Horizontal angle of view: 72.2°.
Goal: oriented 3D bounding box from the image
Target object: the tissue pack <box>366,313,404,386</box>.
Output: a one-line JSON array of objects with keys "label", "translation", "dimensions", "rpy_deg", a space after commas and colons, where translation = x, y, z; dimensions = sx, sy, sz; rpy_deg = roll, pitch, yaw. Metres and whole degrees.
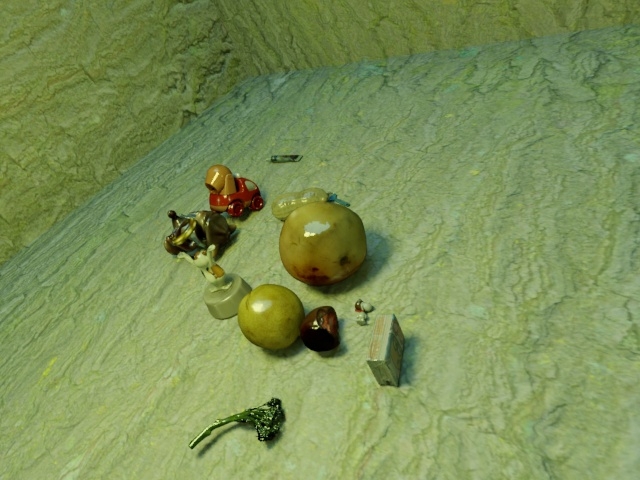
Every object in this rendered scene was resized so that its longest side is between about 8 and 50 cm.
[{"label": "tissue pack", "translation": [0.175, 0.289, 1.167], "dimensions": [0.065, 0.115, 0.155], "rpy_deg": [-7, 38, 24]}]

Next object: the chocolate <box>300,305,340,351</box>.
[{"label": "chocolate", "translation": [0.009, 0.258, 1.305], "dimensions": [0.127, 0.124, 0.133], "rpy_deg": [9, 18, 22]}]

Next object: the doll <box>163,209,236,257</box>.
[{"label": "doll", "translation": [-0.548, -0.053, 1.935], "dimensions": [0.340, 0.209, 0.318], "rpy_deg": [7, 39, 40]}]

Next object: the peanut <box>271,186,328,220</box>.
[{"label": "peanut", "translation": [-0.089, -0.163, 1.889], "dimensions": [0.257, 0.123, 0.123], "rpy_deg": [-16, 37, 9]}]

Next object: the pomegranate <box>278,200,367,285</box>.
[{"label": "pomegranate", "translation": [0.000, 0.000, 1.487], "dimensions": [0.319, 0.319, 0.319], "rpy_deg": [-16, 37, 12]}]

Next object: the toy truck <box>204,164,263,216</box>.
[{"label": "toy truck", "translation": [-0.408, -0.242, 2.031], "dimensions": [0.189, 0.239, 0.265], "rpy_deg": [11, 24, 40]}]

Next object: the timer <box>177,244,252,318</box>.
[{"label": "timer", "translation": [-0.377, 0.130, 1.559], "dimensions": [0.175, 0.266, 0.175], "rpy_deg": [-16, 37, 12]}]

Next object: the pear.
[{"label": "pear", "translation": [-0.144, 0.237, 1.354], "dimensions": [0.209, 0.209, 0.209], "rpy_deg": [-16, 37, 12]}]

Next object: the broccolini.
[{"label": "broccolini", "translation": [-0.221, 0.513, 1.165], "dimensions": [0.271, 0.062, 0.123], "rpy_deg": [-21, 21, -4]}]

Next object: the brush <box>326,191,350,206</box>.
[{"label": "brush", "translation": [0.073, -0.174, 1.890], "dimensions": [0.051, 0.014, 0.164], "rpy_deg": [-40, 39, -17]}]

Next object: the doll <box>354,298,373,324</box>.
[{"label": "doll", "translation": [0.125, 0.220, 1.350], "dimensions": [0.058, 0.040, 0.085], "rpy_deg": [14, 50, 28]}]

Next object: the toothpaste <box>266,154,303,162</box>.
[{"label": "toothpaste", "translation": [-0.199, -0.442, 2.365], "dimensions": [0.216, 0.037, 0.062], "rpy_deg": [4, 43, 27]}]
